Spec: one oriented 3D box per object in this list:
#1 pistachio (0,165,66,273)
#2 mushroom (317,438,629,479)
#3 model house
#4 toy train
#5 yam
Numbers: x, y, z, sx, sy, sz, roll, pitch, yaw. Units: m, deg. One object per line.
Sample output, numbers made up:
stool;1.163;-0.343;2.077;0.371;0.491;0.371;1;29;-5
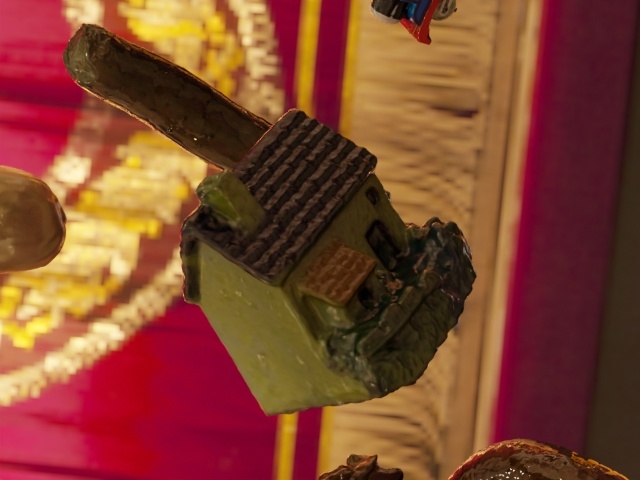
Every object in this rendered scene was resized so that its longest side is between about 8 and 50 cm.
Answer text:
pistachio;-0.406;-0.028;2.160;0.117;0.201;0.145;88;-160;-49
mushroom;0.170;0.338;1.644;0.334;0.331;0.356;48;-173;35
model house;0.000;0.000;1.460;0.211;0.170;0.194;57;-132;-20
toy train;0.133;-0.368;2.306;0.082;0.131;0.204;53;126;47
yam;-0.099;-0.105;1.647;0.071;0.317;0.067;-14;53;51
